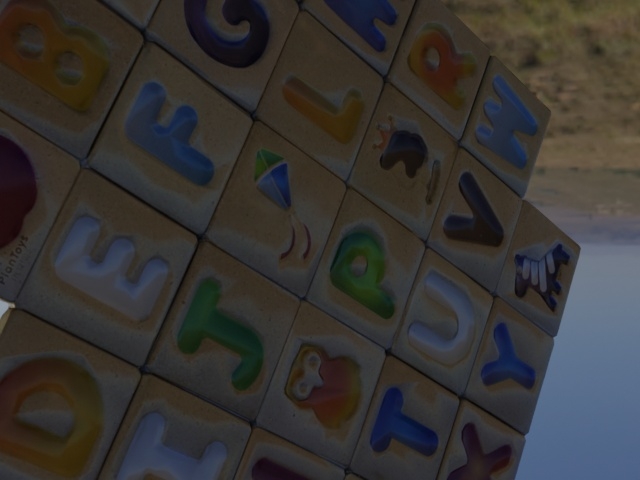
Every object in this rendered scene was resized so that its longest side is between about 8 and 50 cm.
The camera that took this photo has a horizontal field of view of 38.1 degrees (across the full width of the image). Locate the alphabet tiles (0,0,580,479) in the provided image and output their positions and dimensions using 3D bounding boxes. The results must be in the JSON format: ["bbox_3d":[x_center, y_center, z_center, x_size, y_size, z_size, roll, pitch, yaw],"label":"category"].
[{"bbox_3d":[0.000,0.000,0.409,0.343,0.285,0.011,34,158,-33],"label":"alphabet tiles"}]
